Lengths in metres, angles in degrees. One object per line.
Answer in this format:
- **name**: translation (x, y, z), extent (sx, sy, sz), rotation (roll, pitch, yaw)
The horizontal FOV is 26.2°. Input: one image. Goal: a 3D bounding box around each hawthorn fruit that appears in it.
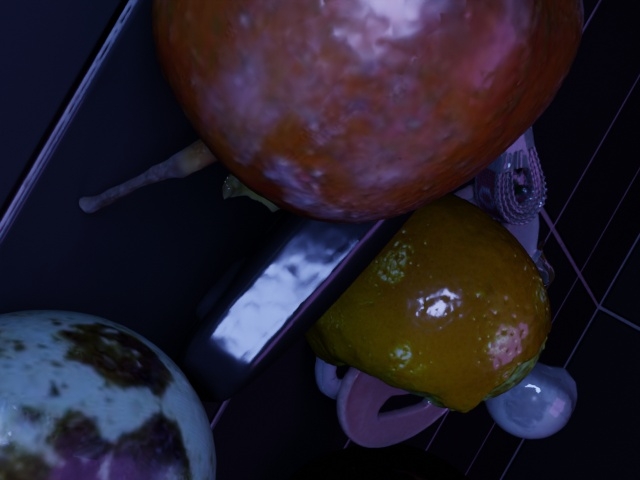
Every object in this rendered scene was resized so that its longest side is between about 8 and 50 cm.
- **hawthorn fruit**: translation (0.025, -0.114, 0.771), extent (0.231, 0.235, 0.263), rotation (-6, 112, -35)

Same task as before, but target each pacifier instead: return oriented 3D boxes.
- **pacifier**: translation (0.139, 0.093, 1.436), extent (0.220, 0.273, 0.332), rotation (-63, 174, -67)

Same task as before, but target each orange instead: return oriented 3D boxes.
- **orange**: translation (0.077, 0.040, 1.191), extent (0.179, 0.237, 0.158), rotation (-46, 133, -16)

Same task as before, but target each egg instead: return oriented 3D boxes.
- **egg**: translation (-0.154, 0.121, 0.774), extent (0.169, 0.169, 0.231), rotation (-58, 147, -6)

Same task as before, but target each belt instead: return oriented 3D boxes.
- **belt**: translation (0.169, -0.125, 1.299), extent (0.071, 0.053, 0.232), rotation (-21, 113, -29)

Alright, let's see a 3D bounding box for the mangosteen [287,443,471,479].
- **mangosteen**: translation (0.060, 0.386, 1.532), extent (0.330, 0.330, 0.330), rotation (-51, 159, -28)

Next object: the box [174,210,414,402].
- **box**: translation (0.000, 0.000, 0.996), extent (0.289, 0.073, 0.290), rotation (-49, -179, -9)

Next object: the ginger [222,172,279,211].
- **ginger**: translation (-0.022, -0.063, 1.044), extent (0.137, 0.044, 0.057), rotation (-45, 138, -43)

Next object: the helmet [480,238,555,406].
- **helmet**: translation (0.191, 0.085, 1.682), extent (0.198, 0.130, 0.224), rotation (-47, 147, -46)
